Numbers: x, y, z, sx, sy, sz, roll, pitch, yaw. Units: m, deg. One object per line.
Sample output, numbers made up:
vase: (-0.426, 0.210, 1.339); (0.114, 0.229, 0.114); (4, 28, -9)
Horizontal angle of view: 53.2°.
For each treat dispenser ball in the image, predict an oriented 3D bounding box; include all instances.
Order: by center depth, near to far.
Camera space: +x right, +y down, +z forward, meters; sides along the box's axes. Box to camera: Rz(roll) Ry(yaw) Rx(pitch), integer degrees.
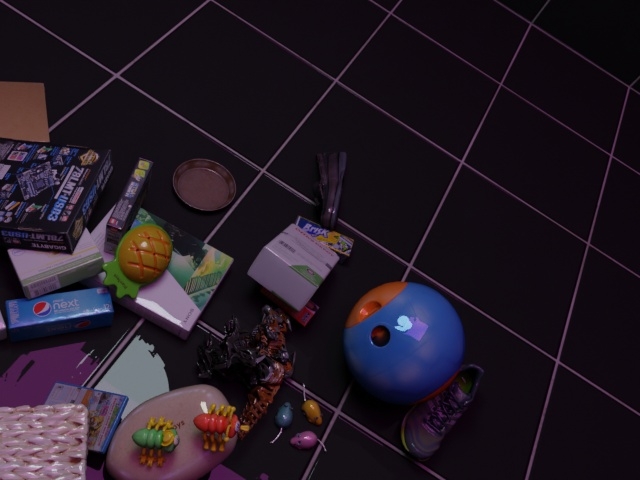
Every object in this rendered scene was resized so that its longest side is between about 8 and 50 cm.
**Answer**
treat dispenser ball: (0.195, 0.240, 1.508); (0.287, 0.288, 0.288); (11, 56, -16)

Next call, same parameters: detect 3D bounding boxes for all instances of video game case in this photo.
video game case: (-0.484, 0.353, 1.284); (0.166, 0.015, 0.119); (8, 52, 12)

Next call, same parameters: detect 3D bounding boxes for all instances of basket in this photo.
basket: (-0.553, 0.444, 1.043); (0.328, 0.331, 0.267); (4, 55, -20)

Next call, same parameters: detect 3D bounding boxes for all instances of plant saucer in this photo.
plant saucer: (-0.311, -0.144, 1.710); (0.168, 0.029, 0.169); (10, 57, -16)

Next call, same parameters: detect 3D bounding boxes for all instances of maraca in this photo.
maraca: (-0.407, 0.045, 1.432); (0.127, 0.099, 0.186); (51, 58, -25)

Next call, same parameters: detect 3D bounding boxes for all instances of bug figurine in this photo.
bug figurine: (-0.248, 0.426, 1.159); (0.216, 0.072, 0.279); (2, 64, 5)

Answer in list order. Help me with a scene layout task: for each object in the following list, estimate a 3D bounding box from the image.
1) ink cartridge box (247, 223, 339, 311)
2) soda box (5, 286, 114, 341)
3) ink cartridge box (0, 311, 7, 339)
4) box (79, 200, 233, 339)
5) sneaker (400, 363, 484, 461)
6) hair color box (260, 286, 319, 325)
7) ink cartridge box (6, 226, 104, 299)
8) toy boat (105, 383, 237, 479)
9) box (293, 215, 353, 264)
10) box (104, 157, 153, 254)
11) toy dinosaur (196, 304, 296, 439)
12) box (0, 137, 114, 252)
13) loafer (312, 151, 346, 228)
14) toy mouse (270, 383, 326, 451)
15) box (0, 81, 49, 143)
ink cartridge box: (-0.061, 0.061, 1.586); (0.160, 0.093, 0.219); (37, 22, 3)
soda box: (-0.561, 0.158, 1.383); (0.209, 0.071, 0.067); (-7, 60, -26)
ink cartridge box: (-0.822, 0.171, 1.272); (0.332, 0.065, 0.166); (-17, 67, -32)
box: (-0.399, 0.062, 1.522); (0.321, 0.058, 0.232); (29, 53, -3)
sneaker: (0.297, 0.401, 1.551); (0.111, 0.121, 0.300); (39, 53, 5)
hair color box: (-0.076, 0.146, 1.590); (0.141, 0.043, 0.072); (38, 13, 3)
ink cartridge box: (-0.602, 0.009, 1.420); (0.171, 0.056, 0.235); (-23, 53, -25)
toy boat: (-0.277, 0.460, 1.268); (0.267, 0.148, 0.318); (-19, 64, -6)
box: (0.000, 0.000, 1.730); (0.168, 0.054, 0.059); (24, 53, -7)
box: (-0.447, -0.080, 1.491); (0.036, 0.114, 0.207); (20, 53, -9)
toy dinosaur: (-0.146, 0.275, 1.438); (0.218, 0.164, 0.322); (31, 24, -24)
box: (-0.656, -0.110, 1.446); (0.293, 0.073, 0.296); (6, 46, 0)
loafer: (0.015, -0.145, 1.806); (0.095, 0.109, 0.303); (8, 44, 2)
toy mouse: (-0.052, 0.420, 1.451); (0.143, 0.031, 0.161); (-20, 69, -32)
box: (-0.786, -0.324, 1.633); (0.164, 0.021, 0.201); (-4, 61, -25)
